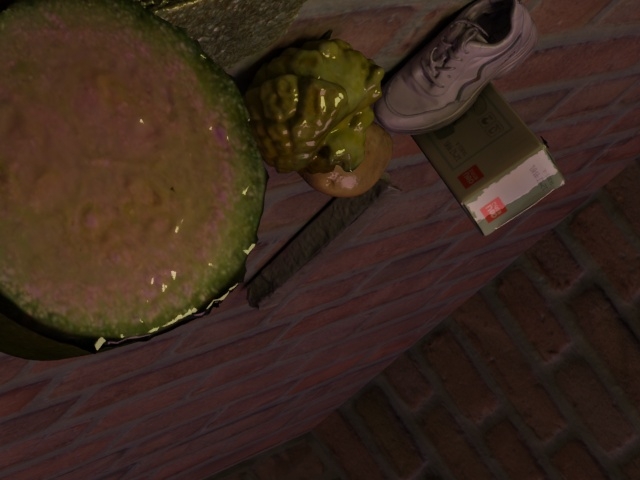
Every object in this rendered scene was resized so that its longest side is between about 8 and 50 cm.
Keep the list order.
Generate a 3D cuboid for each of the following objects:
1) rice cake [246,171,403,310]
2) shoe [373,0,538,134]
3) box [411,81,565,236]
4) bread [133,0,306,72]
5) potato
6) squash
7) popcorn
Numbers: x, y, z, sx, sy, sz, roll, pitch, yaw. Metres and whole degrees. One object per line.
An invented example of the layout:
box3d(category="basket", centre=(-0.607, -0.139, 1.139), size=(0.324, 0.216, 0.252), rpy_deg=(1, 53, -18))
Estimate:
box3d(category="rice cake", centre=(0.000, 0.000, 2.527), size=(0.073, 0.056, 0.365), rpy_deg=(-10, 154, -48))
box3d(category="shoe", centre=(0.172, -0.232, 2.062), size=(0.245, 0.095, 0.137), rpy_deg=(-35, 160, -2))
box3d(category="box", centre=(0.207, -0.132, 2.127), size=(0.135, 0.269, 0.079), rpy_deg=(-35, 130, 5))
box3d(category="bread", centre=(-0.106, -0.207, 1.546), size=(0.286, 0.056, 0.207), rpy_deg=(-27, 163, -24))
box3d(category="potato", centre=(0.025, -0.112, 2.085), size=(0.147, 0.112, 0.112), rpy_deg=(-5, 150, -42))
box3d(category="squash", centre=(-0.253, -0.035, 1.440), size=(0.310, 0.310, 0.309), rpy_deg=(-25, -176, -34))
box3d(category="popcorn", centre=(-0.007, -0.157, 1.814), size=(0.173, 0.142, 0.173), rpy_deg=(-19, 139, -18))
